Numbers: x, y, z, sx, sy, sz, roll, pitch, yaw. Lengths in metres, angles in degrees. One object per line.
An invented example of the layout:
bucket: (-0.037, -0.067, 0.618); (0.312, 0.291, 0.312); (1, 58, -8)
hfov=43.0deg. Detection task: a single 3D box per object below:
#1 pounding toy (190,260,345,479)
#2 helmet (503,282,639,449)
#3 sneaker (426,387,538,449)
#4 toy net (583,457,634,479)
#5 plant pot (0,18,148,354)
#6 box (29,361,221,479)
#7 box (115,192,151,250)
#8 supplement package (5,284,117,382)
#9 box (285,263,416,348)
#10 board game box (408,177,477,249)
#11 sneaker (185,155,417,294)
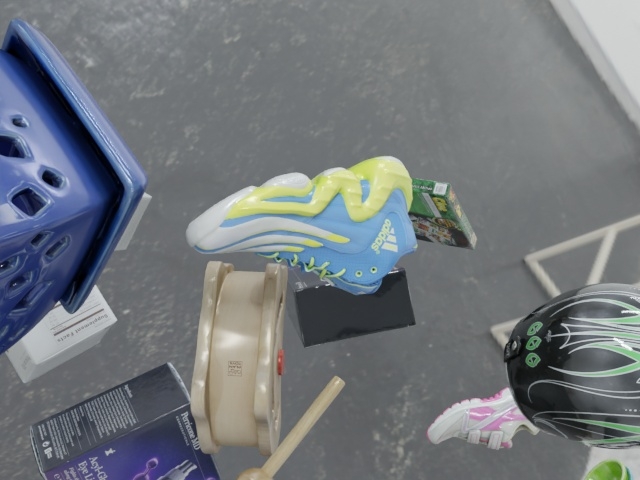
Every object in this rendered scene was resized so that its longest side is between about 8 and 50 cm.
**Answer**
pounding toy: (-0.049, 0.149, 0.866); (0.155, 0.154, 0.269); (2, 67, 4)
helmet: (0.277, 0.118, 0.765); (0.170, 0.162, 0.169); (12, 70, -36)
sneaker: (0.346, 0.383, 1.686); (0.103, 0.252, 0.111); (60, 11, -65)
toy net: (0.339, 0.332, 0.891); (0.045, 0.122, 0.232); (43, 3, -9)
plant pot: (-0.297, -0.039, 0.694); (0.212, 0.236, 0.236); (-24, 71, -45)
box: (-0.261, 0.287, 1.101); (0.207, 0.108, 0.153); (-25, 122, -16)
box: (-0.338, -0.049, 1.269); (0.101, 0.087, 0.101); (28, 92, 3)
supplement package: (-0.436, 0.067, 1.214); (0.134, 0.139, 0.244); (-30, 84, -34)
box: (0.037, 0.094, 1.391); (0.185, 0.261, 0.103); (-13, 97, -7)
board game box: (0.199, -0.050, 1.492); (0.030, 0.136, 0.259); (-69, 154, -14)
sneaker: (0.000, 0.000, 0.761); (0.240, 0.091, 0.126); (-18, 84, -27)
